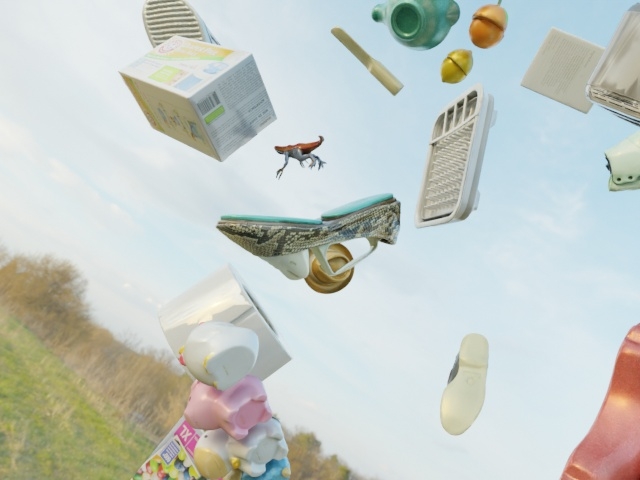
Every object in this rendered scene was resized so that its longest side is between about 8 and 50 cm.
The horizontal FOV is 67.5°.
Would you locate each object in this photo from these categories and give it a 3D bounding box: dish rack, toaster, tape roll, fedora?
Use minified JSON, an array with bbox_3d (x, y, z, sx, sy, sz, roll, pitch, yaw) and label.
[{"bbox_3d":[0.336,-0.190,1.190,0.072,0.333,0.285,14,-5,-9],"label":"dish rack"},{"bbox_3d":[0.501,-0.233,0.682,0.129,0.147,0.227,13,26,-29],"label":"toaster"},{"bbox_3d":[-0.190,0.189,0.982,0.246,0.169,0.246,54,-6,8],"label":"tape roll"},{"bbox_3d":[0.035,0.087,1.561,0.194,0.194,0.079,37,-14,-17],"label":"fedora"}]

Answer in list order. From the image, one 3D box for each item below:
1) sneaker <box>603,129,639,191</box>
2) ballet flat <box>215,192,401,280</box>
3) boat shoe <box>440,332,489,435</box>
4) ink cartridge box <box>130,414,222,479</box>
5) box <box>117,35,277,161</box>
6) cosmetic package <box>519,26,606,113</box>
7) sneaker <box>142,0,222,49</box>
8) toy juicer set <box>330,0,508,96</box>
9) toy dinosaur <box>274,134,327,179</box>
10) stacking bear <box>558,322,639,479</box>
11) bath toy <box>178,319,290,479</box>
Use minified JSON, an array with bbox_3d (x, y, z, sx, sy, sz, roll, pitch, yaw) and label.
[{"bbox_3d":[0.695,-0.104,0.995,0.151,0.256,0.094,-27,-10,27],"label":"sneaker"},{"bbox_3d":[0.000,0.000,1.133,0.164,0.482,0.182,7,-76,60],"label":"ballet flat"},{"bbox_3d":[0.184,0.183,0.602,0.048,0.133,0.042,12,-34,23],"label":"boat shoe"},{"bbox_3d":[-0.319,0.552,1.043,0.185,0.311,0.065,40,4,20],"label":"ink cartridge box"},{"bbox_3d":[-0.179,-0.210,0.689,0.203,0.114,0.103,28,-28,38],"label":"box"},{"bbox_3d":[0.638,-0.437,1.231,0.183,0.151,0.152,30,-61,13],"label":"cosmetic package"},{"bbox_3d":[-0.261,-0.387,1.047,0.321,0.126,0.127,54,5,3],"label":"sneaker"},{"bbox_3d":[0.194,-0.382,0.885,0.329,0.089,0.209,-14,-65,48],"label":"toy juicer set"},{"bbox_3d":[-0.030,-0.125,0.666,0.082,0.047,0.090,37,-56,24],"label":"toy dinosaur"},{"bbox_3d":[0.328,0.189,0.280,0.289,0.175,0.164,14,-31,49],"label":"stacking bear"},{"bbox_3d":[-0.151,0.272,0.779,0.129,0.151,0.348,33,-42,51],"label":"bath toy"}]
